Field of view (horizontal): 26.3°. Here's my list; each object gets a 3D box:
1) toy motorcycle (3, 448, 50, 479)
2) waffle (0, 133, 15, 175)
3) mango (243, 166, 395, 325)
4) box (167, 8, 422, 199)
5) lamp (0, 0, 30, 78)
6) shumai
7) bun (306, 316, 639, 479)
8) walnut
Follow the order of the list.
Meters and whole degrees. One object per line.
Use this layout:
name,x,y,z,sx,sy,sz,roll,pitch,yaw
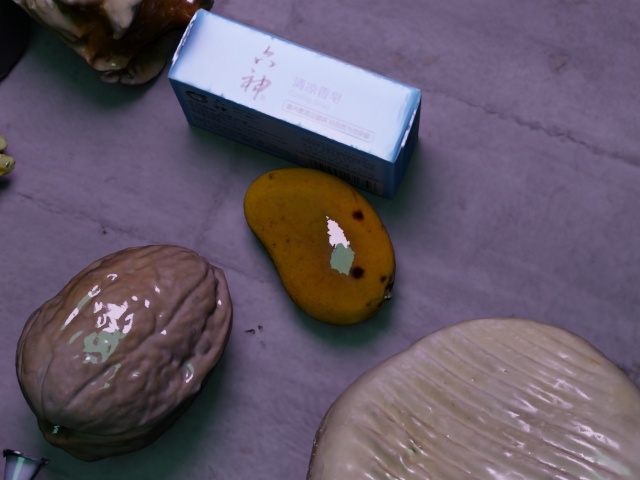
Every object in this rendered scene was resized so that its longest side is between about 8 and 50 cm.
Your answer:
toy motorcycle,-0.352,0.265,1.241,0.134,0.207,0.401,29,76,-21
waffle,-0.425,-0.078,1.384,0.208,0.054,0.214,-45,74,-3
mango,0.003,-0.001,1.335,0.115,0.090,0.178,-32,71,4
box,-0.021,-0.129,1.330,0.232,0.142,0.083,22,80,7
lamp,-0.420,-0.331,1.420,0.108,0.130,0.371,-37,70,14
shumai,-0.240,-0.280,1.339,0.314,0.267,0.262,-3,100,-7
bun,0.153,0.241,1.193,0.326,0.234,0.362,-2,49,26
walnut,-0.176,0.096,1.276,0.178,0.178,0.230,45,65,10
